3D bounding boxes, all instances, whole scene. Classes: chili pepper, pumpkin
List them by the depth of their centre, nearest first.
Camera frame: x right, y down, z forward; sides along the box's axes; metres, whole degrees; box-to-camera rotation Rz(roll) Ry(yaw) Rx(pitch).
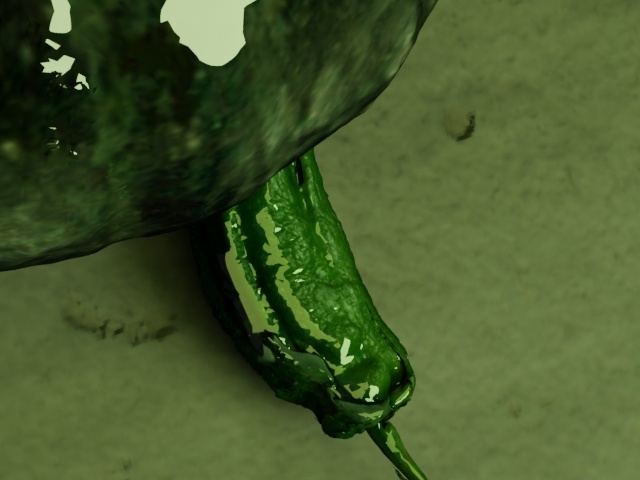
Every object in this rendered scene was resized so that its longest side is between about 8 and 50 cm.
[{"bbox_3d":[-0.141,-0.212,0.711,0.454,0.344,0.454,4,77,-16],"label":"pumpkin"},{"bbox_3d":[-0.001,0.000,0.879,0.122,0.065,0.278,-8,82,-15],"label":"chili pepper"}]
